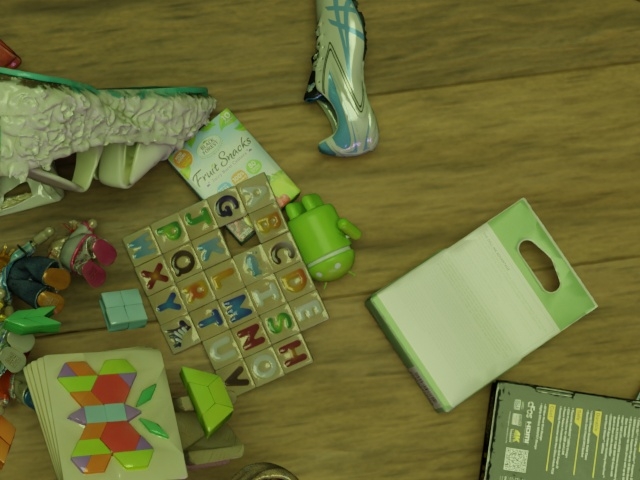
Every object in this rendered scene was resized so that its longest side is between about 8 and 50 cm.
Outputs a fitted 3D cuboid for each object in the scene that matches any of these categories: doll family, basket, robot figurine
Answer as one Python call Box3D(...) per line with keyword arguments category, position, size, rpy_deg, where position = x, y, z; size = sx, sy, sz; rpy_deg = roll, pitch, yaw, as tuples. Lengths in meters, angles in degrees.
Box3D(category="doll family", position=(-0.360, 0.072, 1.812), size=(0.118, 0.163, 0.263), rpy_deg=(31, 79, -32))
Box3D(category="basket", position=(-0.378, -0.102, 1.826), size=(0.113, 0.167, 0.103), rpy_deg=(-15, 77, -6))
Box3D(category="robot figurine", position=(0.000, 0.000, 1.886), size=(0.101, 0.067, 0.115), rpy_deg=(-26, 86, 19))

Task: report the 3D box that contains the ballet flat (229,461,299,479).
Box3D(category="ballet flat", position=(-0.133, 0.352, 1.627), size=(0.107, 0.106, 0.316), rpy_deg=(48, 65, -13))

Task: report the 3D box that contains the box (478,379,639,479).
Box3D(category="box", position=(0.314, 0.344, 1.844), size=(0.257, 0.079, 0.322), rpy_deg=(8, 85, 1))

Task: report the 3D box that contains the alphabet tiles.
Box3D(category="alphabet tiles", position=(-0.109, 0.064, 1.872), size=(0.198, 0.009, 0.237), rpy_deg=(-25, 87, 8))

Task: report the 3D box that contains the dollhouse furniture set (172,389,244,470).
Box3D(category="dollhouse furniture set", position=(-0.288, 0.383, 1.754), size=(0.394, 0.256, 0.362), rpy_deg=(-6, 83, -26))

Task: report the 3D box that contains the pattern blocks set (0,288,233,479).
Box3D(category="pattern blocks set", position=(-0.230, 0.194, 1.652), size=(0.285, 0.026, 0.325), rpy_deg=(-16, 59, -30))

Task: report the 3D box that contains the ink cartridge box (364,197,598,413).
Box3D(category="ink cartridge box", position=(0.198, 0.080, 1.897), size=(0.235, 0.056, 0.171), rpy_deg=(-33, 86, -11))

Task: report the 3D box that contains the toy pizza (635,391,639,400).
Box3D(category="toy pizza", position=(0.484, 0.241, 1.907), size=(0.201, 0.032, 0.201), rpy_deg=(0, 83, 0))

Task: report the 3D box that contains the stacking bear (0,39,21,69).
Box3D(category="stacking bear", position=(-0.531, -0.173, 1.830), size=(0.289, 0.175, 0.164), rpy_deg=(-50, 59, 1))

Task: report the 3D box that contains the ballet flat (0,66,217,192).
Box3D(category="ballet flat", position=(-0.263, -0.123, 1.754), size=(0.147, 0.409, 0.147), rpy_deg=(1, 93, 28))

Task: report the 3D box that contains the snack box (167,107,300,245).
Box3D(category="snack box", position=(-0.108, -0.079, 1.904), size=(0.100, 0.037, 0.141), rpy_deg=(-41, 87, -9))

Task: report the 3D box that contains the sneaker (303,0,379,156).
Box3D(category="sneaker", position=(0.017, -0.221, 1.908), size=(0.086, 0.085, 0.237), rpy_deg=(-7, 82, -10))
